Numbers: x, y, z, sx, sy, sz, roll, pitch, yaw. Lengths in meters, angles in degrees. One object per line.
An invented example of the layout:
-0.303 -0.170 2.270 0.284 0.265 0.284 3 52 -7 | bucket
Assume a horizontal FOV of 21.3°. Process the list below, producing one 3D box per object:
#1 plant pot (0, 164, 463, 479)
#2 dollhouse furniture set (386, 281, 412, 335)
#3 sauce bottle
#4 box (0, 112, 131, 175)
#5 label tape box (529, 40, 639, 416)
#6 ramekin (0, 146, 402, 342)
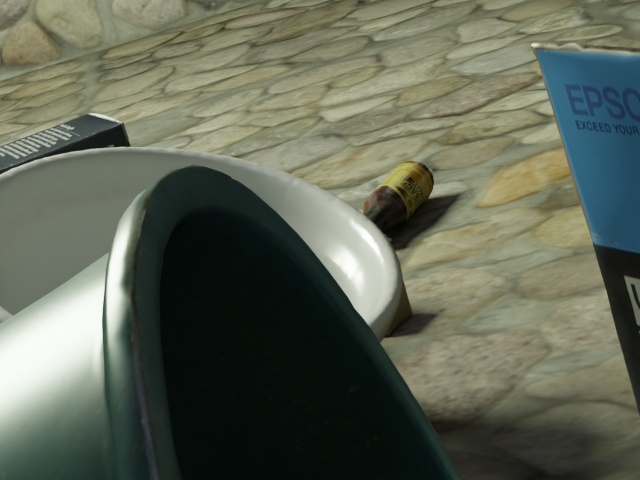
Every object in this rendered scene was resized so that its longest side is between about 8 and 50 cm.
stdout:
-0.104 0.203 0.473 0.334 0.341 0.341 -26 16 10 | plant pot
0.000 0.000 1.360 0.182 0.101 0.161 -5 21 34 | dollhouse furniture set
0.063 -0.030 1.501 0.042 0.042 0.128 -8 22 27 | sauce bottle
-0.261 -0.009 1.554 0.207 0.153 0.108 -22 17 -19 | box
0.213 0.083 0.506 0.106 0.334 0.240 -26 20 -25 | label tape box
-0.095 0.061 1.063 0.277 0.135 0.277 6 28 -3 | ramekin
